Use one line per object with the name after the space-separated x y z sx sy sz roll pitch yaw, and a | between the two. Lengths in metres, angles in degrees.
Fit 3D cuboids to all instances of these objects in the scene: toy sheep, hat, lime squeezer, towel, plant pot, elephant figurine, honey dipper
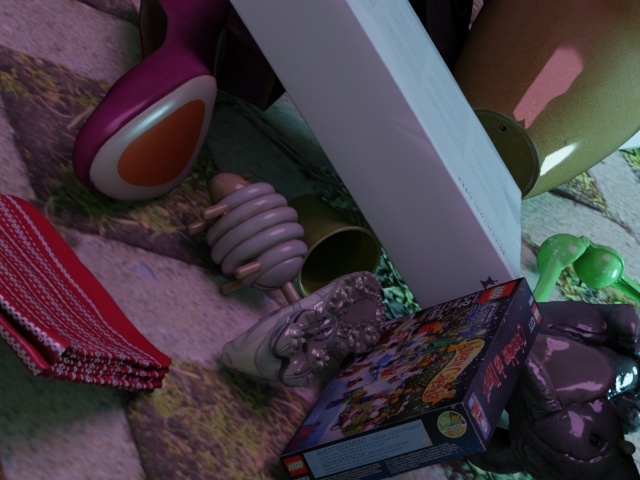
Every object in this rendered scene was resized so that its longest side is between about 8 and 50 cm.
-0.055 0.000 1.431 0.091 0.091 0.132 -15 75 -57 | toy sheep
0.105 -0.332 1.983 0.134 0.331 0.331 1 26 15 | hat
0.295 0.044 1.819 0.310 0.059 0.110 6 44 -48 | lime squeezer
-0.202 0.022 1.161 0.199 0.031 0.275 47 2 12 | towel
0.232 -0.152 1.871 0.237 0.237 0.254 42 43 1 | plant pot
0.206 0.148 1.458 0.239 0.186 0.169 -46 123 -60 | elephant figurine
0.000 0.000 1.511 0.083 0.083 0.079 15 26 -39 | plant pot
-0.020 -0.022 1.561 0.161 0.030 0.030 9 42 -39 | honey dipper

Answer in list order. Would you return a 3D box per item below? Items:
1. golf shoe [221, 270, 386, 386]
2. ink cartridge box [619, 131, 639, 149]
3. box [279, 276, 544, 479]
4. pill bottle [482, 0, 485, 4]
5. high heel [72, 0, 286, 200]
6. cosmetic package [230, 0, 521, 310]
-0.013 0.067 1.386 0.176 0.086 0.069 -22 107 -55 | golf shoe
0.366 -0.193 2.257 0.232 0.066 0.189 36 20 -57 | ink cartridge box
0.078 0.115 1.351 0.044 0.159 0.233 63 26 -13 | box
0.274 -0.317 2.021 0.169 0.169 0.301 -73 154 -59 | pill bottle
-0.165 -0.146 1.499 0.181 0.127 0.377 29 25 12 | high heel
0.058 -0.134 1.568 0.377 0.097 0.284 58 14 -13 | cosmetic package
